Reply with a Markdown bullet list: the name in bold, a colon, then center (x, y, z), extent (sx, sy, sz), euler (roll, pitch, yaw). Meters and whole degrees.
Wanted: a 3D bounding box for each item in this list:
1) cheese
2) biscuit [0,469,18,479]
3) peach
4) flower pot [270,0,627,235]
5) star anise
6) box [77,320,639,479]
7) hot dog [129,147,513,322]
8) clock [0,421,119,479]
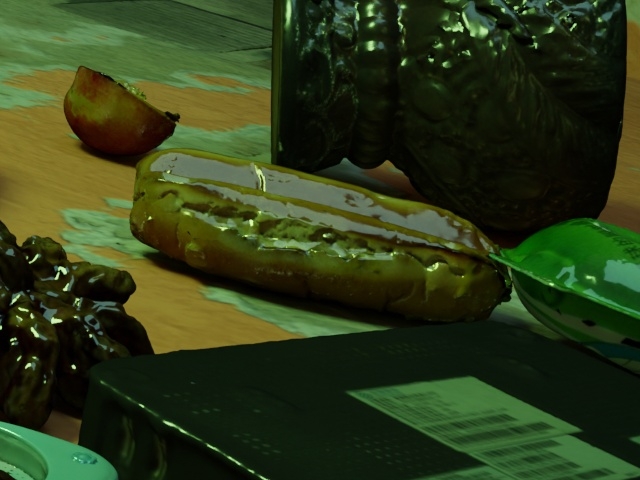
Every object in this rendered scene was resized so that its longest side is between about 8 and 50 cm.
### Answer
- **cheese**: center (0.248, 0.053, 1.308), extent (0.320, 0.083, 0.204), euler (17, 8, -36)
- **biscuit**: center (-0.190, 0.093, 0.666), extent (0.388, 0.073, 0.107), euler (26, 14, 9)
- **peach**: center (-0.163, -0.098, 1.556), extent (0.098, 0.061, 0.098), euler (31, -1, 1)
- **flower pot**: center (0.093, -0.139, 1.591), extent (0.267, 0.267, 0.266), euler (3, 15, -4)
- **star anise**: center (-0.189, 0.024, 1.019), extent (0.234, 0.073, 0.177), euler (26, 24, 19)
- **box**: center (0.065, 0.107, 0.988), extent (0.211, 0.058, 0.350), euler (26, 19, 38)
- **hot dog**: center (0.000, 0.000, 1.304), extent (0.269, 0.072, 0.115), euler (15, 13, 0)
- **clock**: center (-0.163, 0.105, 0.805), extent (0.147, 0.045, 0.108), euler (15, 13, 8)
